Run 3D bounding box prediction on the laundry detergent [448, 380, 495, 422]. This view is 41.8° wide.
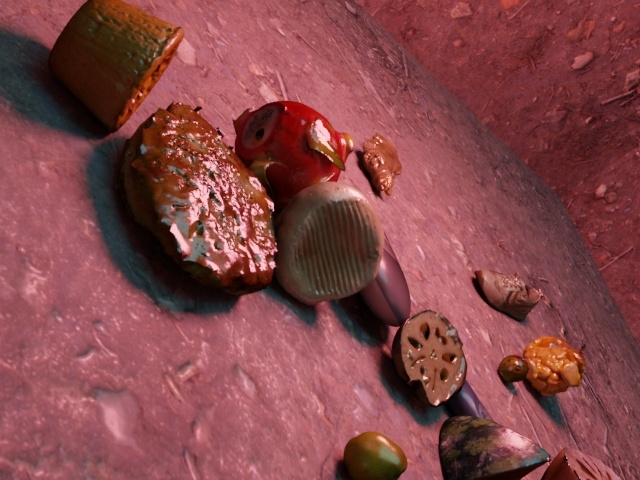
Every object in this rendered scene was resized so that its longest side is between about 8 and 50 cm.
[{"bbox_3d":[0.301,0.340,1.720,0.206,0.061,0.097,58,26,14],"label":"laundry detergent"}]

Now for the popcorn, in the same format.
[{"bbox_3d":[0.601,0.335,2.190,0.140,0.163,0.194,66,-13,-16],"label":"popcorn"}]

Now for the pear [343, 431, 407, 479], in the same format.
[{"bbox_3d":[0.084,0.341,1.289,0.092,0.097,0.092,4,85,-60],"label":"pear"}]

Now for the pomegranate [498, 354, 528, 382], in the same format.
[{"bbox_3d":[0.477,0.313,2.067,0.073,0.073,0.084,53,24,2],"label":"pomegranate"}]

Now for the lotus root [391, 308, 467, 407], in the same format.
[{"bbox_3d":[0.199,0.234,1.647,0.204,0.078,0.183,-12,82,-49],"label":"lotus root"}]

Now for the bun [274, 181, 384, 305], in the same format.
[{"bbox_3d":[0.000,0.000,1.498,0.231,0.231,0.133,36,2,-33],"label":"bun"}]

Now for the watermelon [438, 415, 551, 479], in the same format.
[{"bbox_3d":[0.333,0.401,1.590,0.202,0.207,0.136,40,48,-64],"label":"watermelon"}]

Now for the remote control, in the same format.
[{"bbox_3d":[0.092,0.024,1.697,0.332,0.104,0.221,66,8,20],"label":"remote control"}]

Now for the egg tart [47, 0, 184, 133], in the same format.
[{"bbox_3d":[-0.325,-0.290,1.320,0.147,0.202,0.202,36,26,-9],"label":"egg tart"}]

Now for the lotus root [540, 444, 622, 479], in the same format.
[{"bbox_3d":[0.486,0.517,1.505,0.272,0.192,0.272,33,22,-15],"label":"lotus root"}]

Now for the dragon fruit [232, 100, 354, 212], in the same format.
[{"bbox_3d":[-0.056,-0.153,1.593,0.227,0.224,0.224,40,27,-32],"label":"dragon fruit"}]

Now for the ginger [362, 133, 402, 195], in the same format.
[{"bbox_3d":[0.155,-0.203,2.204,0.137,0.074,0.213,48,30,-11],"label":"ginger"}]

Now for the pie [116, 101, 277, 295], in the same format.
[{"bbox_3d":[-0.190,-0.061,1.336,0.288,0.103,0.354,34,33,-36],"label":"pie"}]

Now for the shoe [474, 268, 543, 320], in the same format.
[{"bbox_3d":[0.533,0.140,2.381,0.275,0.098,0.103,26,31,-44],"label":"shoe"}]
